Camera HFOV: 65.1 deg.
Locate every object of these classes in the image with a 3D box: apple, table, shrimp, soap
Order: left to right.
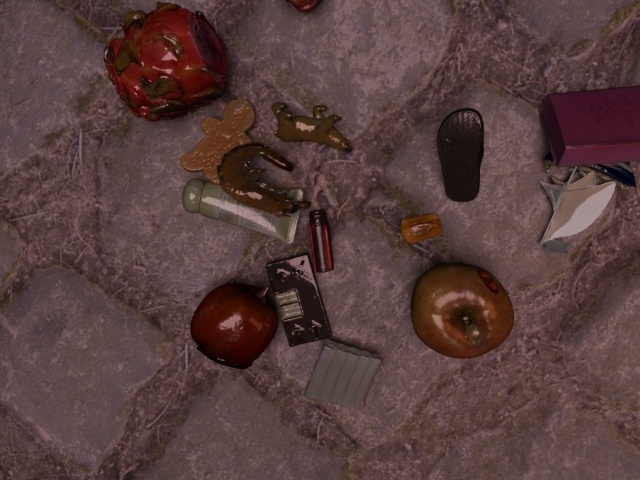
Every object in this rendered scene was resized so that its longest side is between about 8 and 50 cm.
[{"bbox_3d":[-0.136,-0.157,1.273,0.253,0.058,0.173,13,78,-13],"label":"shrimp"},{"bbox_3d":[-0.062,0.168,1.340,0.122,0.111,0.240,-15,99,8],"label":"table"},{"bbox_3d":[0.348,0.173,1.258,0.261,0.194,0.260,1,103,5],"label":"apple"},{"bbox_3d":[0.664,-0.267,1.160,0.260,0.081,0.181,-2,58,6],"label":"soap"}]

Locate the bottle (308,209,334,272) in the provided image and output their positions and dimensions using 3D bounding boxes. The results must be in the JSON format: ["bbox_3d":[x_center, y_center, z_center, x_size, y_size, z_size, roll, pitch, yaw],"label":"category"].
[{"bbox_3d":[0.000,0.000,1.330,0.060,0.060,0.164,-6,99,7],"label":"bottle"}]

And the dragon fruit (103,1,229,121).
[{"bbox_3d":[-0.381,-0.421,1.208,0.291,0.250,0.269,-15,93,23],"label":"dragon fruit"}]

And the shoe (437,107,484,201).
[{"bbox_3d":[0.352,-0.217,1.249,0.108,0.093,0.241,3,123,22],"label":"shoe"}]

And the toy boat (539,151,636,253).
[{"bbox_3d":[0.620,-0.123,1.243,0.210,0.070,0.291,42,105,2],"label":"toy boat"}]

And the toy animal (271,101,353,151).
[{"bbox_3d":[-0.022,-0.284,1.274,0.219,0.103,0.101,5,120,3],"label":"toy animal"}]

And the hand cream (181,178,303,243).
[{"bbox_3d":[-0.207,-0.093,1.318,0.306,0.093,0.147,12,86,2],"label":"hand cream"}]

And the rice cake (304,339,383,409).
[{"bbox_3d":[0.061,0.375,1.383,0.189,0.037,0.198,13,116,5],"label":"rice cake"}]

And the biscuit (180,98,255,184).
[{"bbox_3d":[-0.248,-0.259,1.297,0.153,0.030,0.234,28,85,2],"label":"biscuit"}]

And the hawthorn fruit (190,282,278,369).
[{"bbox_3d":[-0.217,0.208,1.318,0.215,0.215,0.249,44,106,-3],"label":"hawthorn fruit"}]

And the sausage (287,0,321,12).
[{"bbox_3d":[-0.021,-0.681,1.165,0.152,0.152,0.279,21,102,2],"label":"sausage"}]

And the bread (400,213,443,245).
[{"bbox_3d":[0.261,-0.029,1.302,0.106,0.053,0.072,-13,102,3],"label":"bread"}]
